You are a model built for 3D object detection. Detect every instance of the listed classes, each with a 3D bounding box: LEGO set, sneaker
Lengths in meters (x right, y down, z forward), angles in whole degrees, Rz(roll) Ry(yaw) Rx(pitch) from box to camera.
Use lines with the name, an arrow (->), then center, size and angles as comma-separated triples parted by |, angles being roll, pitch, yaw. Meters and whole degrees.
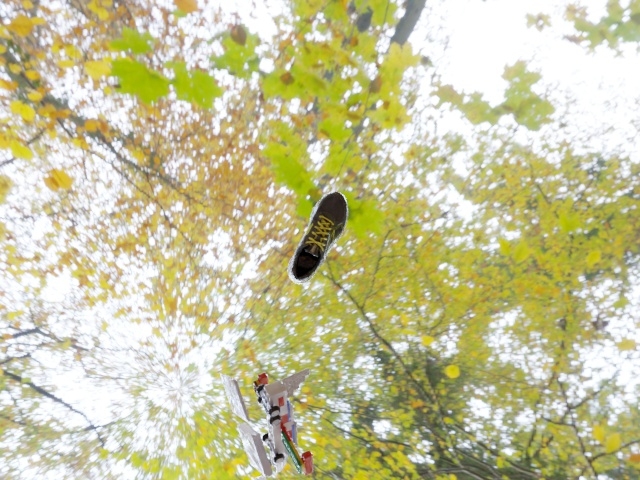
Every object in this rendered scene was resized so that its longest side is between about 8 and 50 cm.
LEGO set -> -0.035, 0.224, 0.717 | 0.060, 0.244, 0.183 | -19, -90, -19
sneaker -> 0.000, 0.000, 0.561 | 0.031, 0.035, 0.083 | 24, -86, -4
